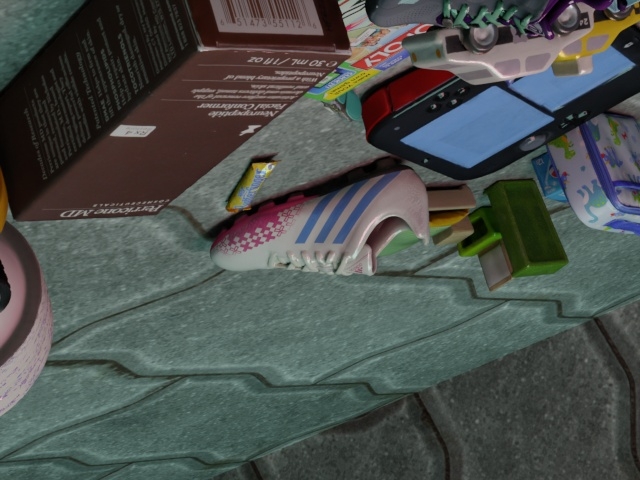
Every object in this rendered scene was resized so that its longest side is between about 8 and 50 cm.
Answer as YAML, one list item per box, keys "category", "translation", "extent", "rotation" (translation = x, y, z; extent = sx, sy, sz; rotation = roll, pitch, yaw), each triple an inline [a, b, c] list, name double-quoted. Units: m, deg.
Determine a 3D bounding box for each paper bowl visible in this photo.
- category: "paper bowl"
  translation: [-0.452, 0.074, 1.821]
  extent: [0.284, 0.284, 0.148]
  rotation: [-15, 145, -9]

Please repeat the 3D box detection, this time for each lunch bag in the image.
- category: "lunch bag"
  translation: [0.428, -0.097, 2.371]
  extent: [0.090, 0.176, 0.219]
  rotation: [-28, 160, 31]

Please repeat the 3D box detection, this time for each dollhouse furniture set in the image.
- category: "dollhouse furniture set"
  translation: [0.201, 0.016, 2.541]
  extent: [0.301, 0.151, 0.197]
  rotation: [-4, 159, -39]

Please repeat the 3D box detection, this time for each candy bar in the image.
- category: "candy bar"
  translation: [-0.092, -0.075, 2.177]
  extent: [0.040, 0.018, 0.161]
  rotation: [-11, 161, -23]

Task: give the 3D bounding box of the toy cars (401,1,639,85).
- category: "toy cars"
  translation: [0.229, -0.206, 1.706]
  extent: [0.176, 0.087, 0.393]
  rotation: [-8, -173, 28]

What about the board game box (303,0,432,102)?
- category: "board game box"
  translation: [0.065, -0.250, 1.730]
  extent: [0.317, 0.046, 0.213]
  rotation: [-28, 160, 30]

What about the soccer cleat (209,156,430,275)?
- category: "soccer cleat"
  translation: [0.000, 0.000, 2.294]
  extent: [0.331, 0.143, 0.116]
  rotation: [-22, 163, 14]

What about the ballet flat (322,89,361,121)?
- category: "ballet flat"
  translation: [0.019, -0.173, 1.957]
  extent: [0.041, 0.041, 0.114]
  rotation: [-21, 163, 11]

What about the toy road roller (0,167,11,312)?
- category: "toy road roller"
  translation: [-0.484, -0.023, 1.643]
  extent: [0.329, 0.202, 0.240]
  rotation: [-17, 150, -11]

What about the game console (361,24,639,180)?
- category: "game console"
  translation: [0.260, -0.190, 2.104]
  extent: [0.342, 0.060, 0.386]
  rotation: [-25, 163, 23]

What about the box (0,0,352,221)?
- category: "box"
  translation: [-0.164, -0.156, 1.633]
  extent: [0.191, 0.143, 0.381]
  rotation: [-4, 160, -40]

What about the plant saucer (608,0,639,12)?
- category: "plant saucer"
  translation: [0.277, -0.259, 1.541]
  extent: [0.067, 0.018, 0.192]
  rotation: [-25, 164, 24]

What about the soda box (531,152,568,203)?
- category: "soda box"
  translation: [0.415, -0.098, 2.548]
  extent: [0.071, 0.067, 0.210]
  rotation: [-27, 161, 27]

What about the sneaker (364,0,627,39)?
- category: "sneaker"
  translation: [0.152, -0.213, 1.417]
  extent: [0.223, 0.098, 0.083]
  rotation: [-18, 163, 8]
